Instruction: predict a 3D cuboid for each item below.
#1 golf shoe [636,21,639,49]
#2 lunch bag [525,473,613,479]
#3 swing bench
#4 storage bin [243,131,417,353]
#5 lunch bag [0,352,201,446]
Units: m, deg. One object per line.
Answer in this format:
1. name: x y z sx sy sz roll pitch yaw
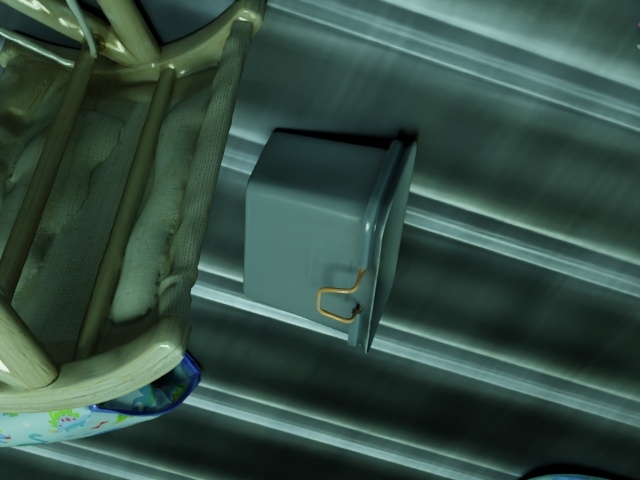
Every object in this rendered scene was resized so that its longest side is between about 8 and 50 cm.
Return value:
1. golf shoe: 0.278 -0.012 0.721 0.140 0.115 0.306 -18 126 15
2. lunch bag: 0.225 0.313 1.087 0.224 0.107 0.279 17 137 -9
3. swing bench: -0.176 -0.078 0.625 0.165 0.253 0.255 -26 127 32
4. storage bin: 0.000 0.000 0.806 0.091 0.098 0.135 14 138 9
5. lunch bag: -0.177 0.101 0.938 0.129 0.096 0.151 -14 162 22
